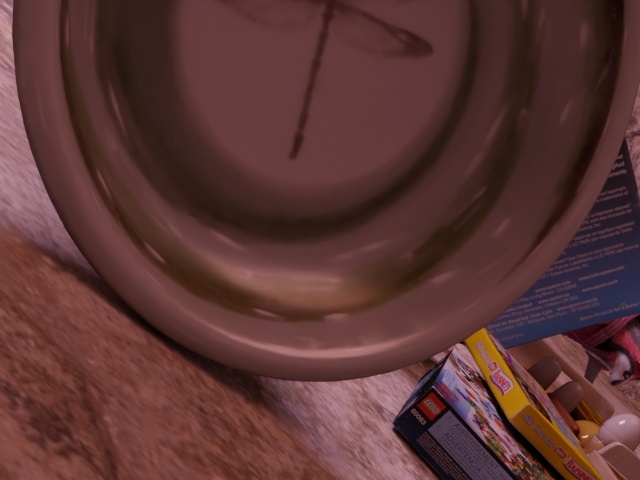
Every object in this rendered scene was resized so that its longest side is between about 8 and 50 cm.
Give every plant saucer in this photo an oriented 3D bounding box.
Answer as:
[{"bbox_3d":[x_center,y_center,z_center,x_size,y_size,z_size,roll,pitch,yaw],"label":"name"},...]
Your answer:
[{"bbox_3d":[0.010,-0.121,0.732,0.400,0.400,0.100,41,-9,-31],"label":"plant saucer"}]

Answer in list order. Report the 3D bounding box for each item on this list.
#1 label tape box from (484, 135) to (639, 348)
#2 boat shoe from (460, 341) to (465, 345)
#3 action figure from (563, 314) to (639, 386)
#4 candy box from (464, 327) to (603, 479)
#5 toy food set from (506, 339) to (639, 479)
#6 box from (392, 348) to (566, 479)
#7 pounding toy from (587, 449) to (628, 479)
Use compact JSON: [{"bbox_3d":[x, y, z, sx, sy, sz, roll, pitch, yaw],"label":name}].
[{"bbox_3d":[0.274,-0.050,1.603,0.106,0.240,0.334,-87,161,-76],"label":"label tape box"},{"bbox_3d":[0.094,0.061,1.227,0.078,0.070,0.219,56,8,34],"label":"boat shoe"},{"bbox_3d":[0.379,0.086,1.885,0.370,0.276,0.248,35,-5,34],"label":"action figure"},{"bbox_3d":[0.185,0.147,1.123,0.105,0.027,0.206,48,7,-14],"label":"candy box"},{"bbox_3d":[0.372,0.244,1.633,0.219,0.092,0.306,41,10,-26],"label":"toy food set"},{"bbox_3d":[0.140,0.173,1.031,0.159,0.044,0.233,47,9,5],"label":"box"},{"bbox_3d":[0.272,0.251,1.109,0.141,0.100,0.130,42,9,-23],"label":"pounding toy"}]
